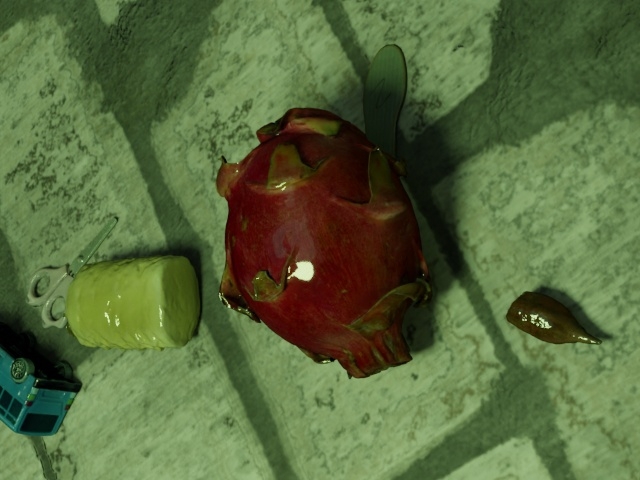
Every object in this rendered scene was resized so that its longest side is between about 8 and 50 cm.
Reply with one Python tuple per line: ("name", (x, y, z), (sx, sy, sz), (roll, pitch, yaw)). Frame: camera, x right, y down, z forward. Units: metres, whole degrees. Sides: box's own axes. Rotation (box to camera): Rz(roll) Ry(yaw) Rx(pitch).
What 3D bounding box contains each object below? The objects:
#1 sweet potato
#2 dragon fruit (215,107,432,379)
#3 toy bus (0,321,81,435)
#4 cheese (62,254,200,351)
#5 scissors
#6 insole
("sweet potato", (0.254, 0.089, 1.678), (0.117, 0.049, 0.049), (24, 94, 34))
("dragon fruit", (0.001, 0.004, 1.779), (0.250, 0.250, 0.315), (-1, 96, 36))
("toy bus", (-0.427, 0.185, 2.134), (0.185, 0.090, 0.106), (33, 102, 36))
("cheese", (-0.244, 0.082, 2.017), (0.167, 0.094, 0.123), (-4, 76, 36))
("scissors", (-0.338, 0.037, 2.150), (0.189, 0.015, 0.100), (-48, 58, 16))
("insole", (0.076, -0.147, 1.888), (0.064, 0.004, 0.188), (-4, 77, 37))
